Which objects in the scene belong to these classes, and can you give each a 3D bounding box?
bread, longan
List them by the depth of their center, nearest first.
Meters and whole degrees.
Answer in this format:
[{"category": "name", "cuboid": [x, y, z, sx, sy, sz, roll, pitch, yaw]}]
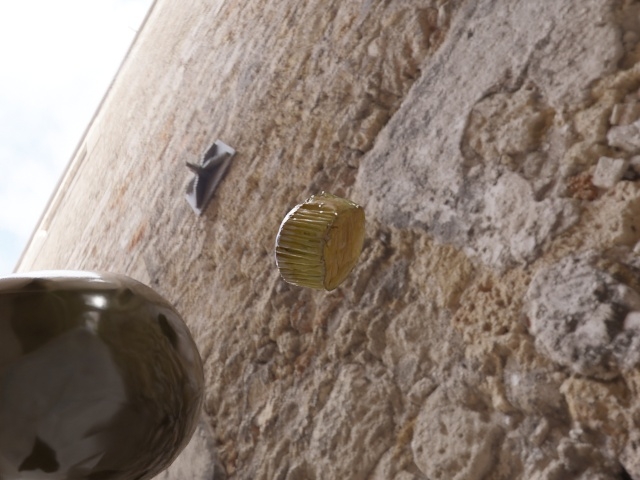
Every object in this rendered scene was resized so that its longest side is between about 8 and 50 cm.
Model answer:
[{"category": "longan", "cuboid": [-0.354, 0.202, 0.784, 0.404, 0.404, 0.336, 42, -103, -29]}, {"category": "bread", "cuboid": [0.000, 0.000, 1.177, 0.250, 0.133, 0.179, -46, -43, -54]}]
